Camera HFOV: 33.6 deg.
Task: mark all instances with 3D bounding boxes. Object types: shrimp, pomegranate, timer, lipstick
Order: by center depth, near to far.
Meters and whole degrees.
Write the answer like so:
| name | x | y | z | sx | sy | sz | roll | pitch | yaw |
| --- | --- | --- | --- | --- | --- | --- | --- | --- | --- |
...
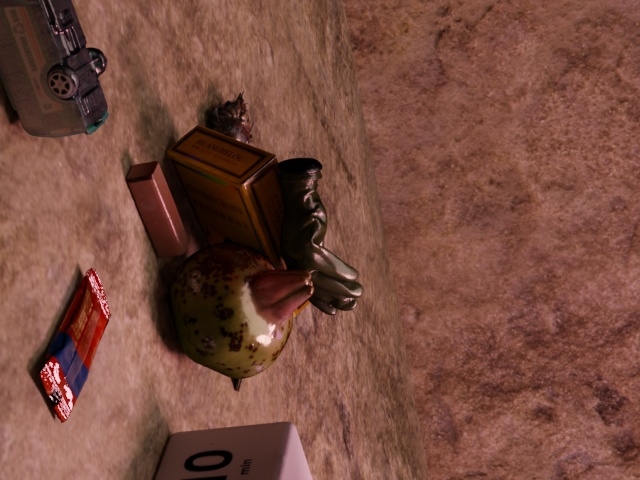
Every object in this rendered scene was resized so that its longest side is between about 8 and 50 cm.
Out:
| name | x | y | z | sx | sy | sz | roll | pitch | yaw |
| --- | --- | --- | --- | --- | --- | --- | --- | --- | --- |
| timer | -0.121 | 0.395 | 1.522 | 0.192 | 0.195 | 0.194 | -76 | 156 | -57 |
| lipstick | -0.242 | -0.045 | 1.585 | 0.045 | 0.045 | 0.145 | -82 | 159 | -55 |
| pomegranate | -0.112 | 0.096 | 1.628 | 0.214 | 0.248 | 0.214 | 30 | 49 | -42 |
| shrimp | -0.163 | -0.225 | 1.971 | 0.090 | 0.079 | 0.233 | 34 | 31 | -19 |

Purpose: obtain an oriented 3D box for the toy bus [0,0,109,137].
| name | x | y | z | sx | sy | sz | roll | pitch | yaw |
| --- | --- | --- | --- | --- | --- | --- | --- | --- | --- |
| toy bus | -0.325 | -0.245 | 1.213 | 0.091 | 0.109 | 0.261 | -66 | 144 | -63 |

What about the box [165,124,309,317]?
| name | x | y | z | sx | sy | sz | roll | pitch | yaw |
| --- | --- | --- | --- | --- | --- | --- | --- | --- | --- |
| box | -0.122 | -0.030 | 1.759 | 0.084 | 0.193 | 0.301 | -42 | 135 | -25 |

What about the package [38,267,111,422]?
| name | x | y | z | sx | sy | sz | roll | pitch | yaw |
| --- | --- | --- | --- | --- | --- | --- | --- | --- | --- |
| package | -0.298 | 0.124 | 1.301 | 0.200 | 0.022 | 0.083 | -78 | 156 | -53 |

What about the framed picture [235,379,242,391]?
| name | x | y | z | sx | sy | sz | roll | pitch | yaw |
| --- | --- | --- | --- | --- | --- | --- | --- | --- | --- |
| framed picture | -0.117 | 0.137 | 1.929 | 0.231 | 0.010 | 0.173 | -79 | -175 | -52 |

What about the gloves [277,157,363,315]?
| name | x | y | z | sx | sy | sz | roll | pitch | yaw |
| --- | --- | --- | --- | --- | --- | --- | --- | --- | --- |
| gloves | -0.014 | 0.000 | 1.655 | 0.135 | 0.107 | 0.268 | -105 | 176 | -70 |
